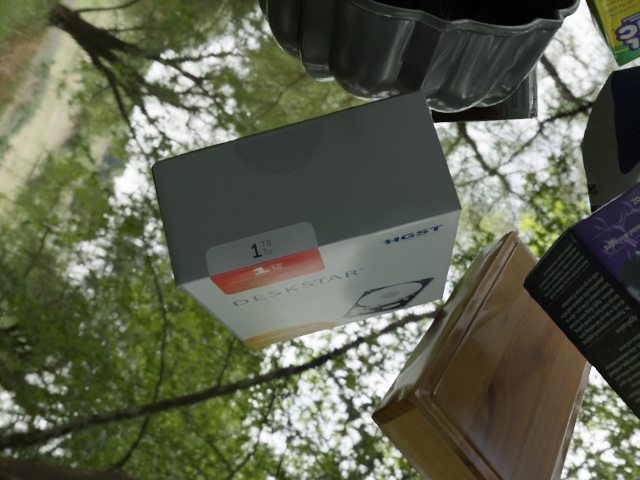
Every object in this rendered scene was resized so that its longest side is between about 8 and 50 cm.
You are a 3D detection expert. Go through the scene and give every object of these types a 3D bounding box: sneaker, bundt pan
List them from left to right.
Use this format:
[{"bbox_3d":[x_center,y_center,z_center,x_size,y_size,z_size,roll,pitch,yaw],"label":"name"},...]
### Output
[{"bbox_3d":[0.086,-0.243,0.781,0.331,0.330,0.124,-90,-169,-49],"label":"bundt pan"},{"bbox_3d":[0.420,-0.050,0.903,0.127,0.182,0.316,-164,-104,-65],"label":"sneaker"}]

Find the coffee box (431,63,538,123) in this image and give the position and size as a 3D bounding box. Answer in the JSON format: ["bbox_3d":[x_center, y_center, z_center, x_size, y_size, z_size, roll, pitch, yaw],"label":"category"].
[{"bbox_3d":[0.230,-0.292,1.065,0.098,0.141,0.247,-24,114,-65],"label":"coffee box"}]

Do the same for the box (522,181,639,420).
[{"bbox_3d":[0.308,0.057,0.648,0.153,0.207,0.108,-30,159,-24],"label":"box"}]

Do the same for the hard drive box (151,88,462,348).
[{"bbox_3d":[0.000,0.000,0.567,0.232,0.181,0.089,68,7,-71],"label":"hard drive box"}]

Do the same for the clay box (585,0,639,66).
[{"bbox_3d":[0.204,-0.194,0.432,0.127,0.222,0.053,-26,-132,20],"label":"clay box"}]

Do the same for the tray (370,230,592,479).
[{"bbox_3d":[0.228,0.159,0.932,0.076,0.203,0.411,-39,-178,38],"label":"tray"}]
